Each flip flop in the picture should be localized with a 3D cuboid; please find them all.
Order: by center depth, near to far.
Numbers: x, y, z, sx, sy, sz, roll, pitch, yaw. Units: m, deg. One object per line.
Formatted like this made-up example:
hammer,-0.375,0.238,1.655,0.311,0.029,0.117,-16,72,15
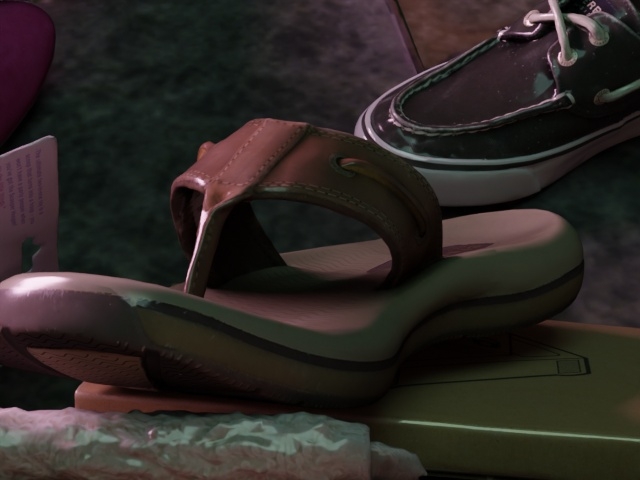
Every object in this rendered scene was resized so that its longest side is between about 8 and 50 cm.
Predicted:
flip flop,0.000,0.000,0.549,0.112,0.080,0.277,4,9,35

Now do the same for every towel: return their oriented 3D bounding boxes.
towel,-0.112,0.084,0.524,0.282,0.187,0.049,2,71,2

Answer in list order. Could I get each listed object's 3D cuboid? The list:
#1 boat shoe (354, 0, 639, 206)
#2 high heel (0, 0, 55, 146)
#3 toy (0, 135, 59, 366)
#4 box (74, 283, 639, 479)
boat shoe,0.113,-0.081,0.759,0.219,0.070,0.078,-20,48,-18
high heel,-0.210,-0.064,0.715,0.244,0.117,0.082,-33,54,-27
toy,-0.207,0.031,0.603,0.237,0.137,0.056,-27,66,-22
box,0.031,0.048,0.609,0.201,0.021,0.164,4,11,5
